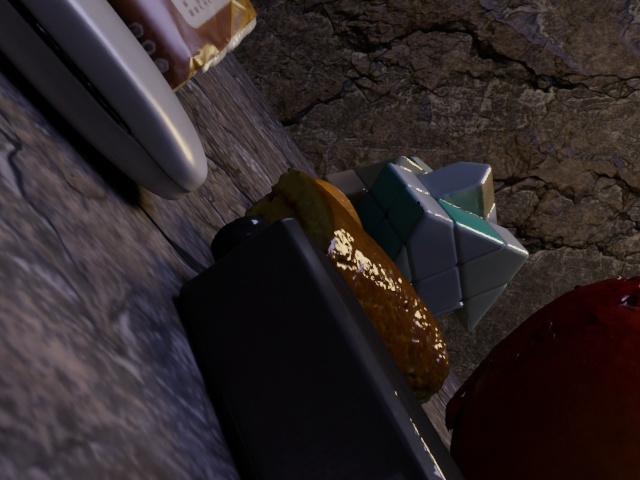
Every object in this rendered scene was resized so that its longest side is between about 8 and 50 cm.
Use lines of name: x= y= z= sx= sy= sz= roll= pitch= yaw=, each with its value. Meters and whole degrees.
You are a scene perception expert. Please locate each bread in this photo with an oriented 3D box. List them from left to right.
bread: x=0.013 y=0.047 z=0.573 sx=0.172 sy=0.103 sz=0.132 roll=50 pitch=7 yaw=-36

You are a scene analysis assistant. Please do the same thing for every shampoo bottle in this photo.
shampoo bottle: x=0.000 y=0.080 z=0.384 sx=0.079 sy=0.080 sz=0.246 roll=51 pitch=6 yaw=-49

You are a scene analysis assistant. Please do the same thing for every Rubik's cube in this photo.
Rubik's cube: x=0.109 y=-0.006 z=0.974 sx=0.224 sy=0.265 sz=0.213 roll=22 pitch=23 yaw=-31

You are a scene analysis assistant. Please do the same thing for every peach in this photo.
peach: x=0.277 y=0.205 z=0.619 sx=0.370 sy=0.370 sz=0.370 roll=54 pitch=5 yaw=-7

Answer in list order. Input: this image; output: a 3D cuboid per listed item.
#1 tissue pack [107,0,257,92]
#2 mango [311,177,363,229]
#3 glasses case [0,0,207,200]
tissue pack: x=-0.154 y=-0.217 z=0.552 sx=0.226 sy=0.092 sz=0.183 roll=56 pitch=30 yaw=-20
mango: x=0.004 y=0.001 z=0.848 sx=0.115 sy=0.089 sz=0.165 roll=25 pitch=31 yaw=-50
glasses case: x=-0.145 y=-0.117 z=0.432 sx=0.233 sy=0.059 sz=0.092 roll=51 pitch=5 yaw=-32
